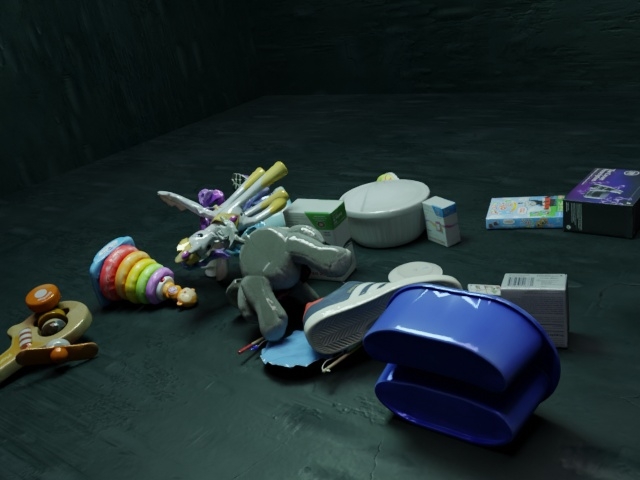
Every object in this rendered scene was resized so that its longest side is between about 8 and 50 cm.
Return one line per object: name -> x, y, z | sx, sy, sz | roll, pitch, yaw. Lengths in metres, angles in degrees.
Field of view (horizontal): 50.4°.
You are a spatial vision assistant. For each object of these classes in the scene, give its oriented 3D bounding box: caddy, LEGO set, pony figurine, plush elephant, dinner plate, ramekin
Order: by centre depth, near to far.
caddy -> 0.243, 0.205, 1.204 | 0.341, 0.241, 0.179 | 9, 34, 37
LEGO set -> 0.303, 0.157, 1.558 | 0.244, 0.060, 0.182 | 3, 23, 2
plush elephant -> -0.098, 0.083, 1.661 | 0.330, 0.255, 0.272 | 36, 84, 24
dinner plate -> 0.247, 0.083, 1.772 | 0.141, 0.017, 0.141 | -8, 23, 3
pony figurine -> -0.264, -0.058, 1.827 | 0.363, 0.303, 0.351 | -38, 14, -16
ramekin -> 0.195, -0.078, 2.027 | 0.273, 0.127, 0.273 | -8, 23, 4

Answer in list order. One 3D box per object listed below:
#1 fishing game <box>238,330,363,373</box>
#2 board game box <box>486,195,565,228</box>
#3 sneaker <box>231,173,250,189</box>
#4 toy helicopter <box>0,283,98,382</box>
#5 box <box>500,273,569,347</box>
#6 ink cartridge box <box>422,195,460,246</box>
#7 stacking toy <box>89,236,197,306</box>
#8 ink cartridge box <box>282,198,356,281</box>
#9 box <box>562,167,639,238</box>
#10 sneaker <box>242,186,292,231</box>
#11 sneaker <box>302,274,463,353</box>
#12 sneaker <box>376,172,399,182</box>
fishing game -> -0.040, 0.242, 1.498 | 0.264, 0.041, 0.189 | 1, 18, 36
board game box -> 0.598, -0.082, 1.974 | 0.211, 0.039, 0.160 | -2, 25, 22
sneaker -> -0.278, -0.227, 2.687 | 0.170, 0.068, 0.071 | 13, 16, 28
toy helicopter -> -0.705, 0.275, 1.646 | 0.235, 0.140, 0.355 | 19, 46, 34
box -> 0.440, 0.142, 1.390 | 0.126, 0.137, 0.072 | 0, 24, 22
ink cartridge box -> 0.340, -0.052, 1.911 | 0.052, 0.122, 0.088 | -25, 26, -23
stacking toy -> -0.467, 0.119, 1.869 | 0.302, 0.166, 0.175 | 18, 43, 23
ink cartridge box -> 0.000, 0.000, 1.828 | 0.153, 0.208, 0.087 | 3, 29, 30
box -> 0.804, -0.109, 1.873 | 0.184, 0.103, 0.261 | 12, 31, 37
sneaker -> -0.192, -0.077, 2.203 | 0.208, 0.127, 0.319 | -19, 16, -4
sneaker -> 0.127, 0.131, 1.468 | 0.350, 0.131, 0.148 | -12, 22, -7
sneaker -> 0.226, -0.169, 2.287 | 0.094, 0.081, 0.208 | -19, 25, -13
